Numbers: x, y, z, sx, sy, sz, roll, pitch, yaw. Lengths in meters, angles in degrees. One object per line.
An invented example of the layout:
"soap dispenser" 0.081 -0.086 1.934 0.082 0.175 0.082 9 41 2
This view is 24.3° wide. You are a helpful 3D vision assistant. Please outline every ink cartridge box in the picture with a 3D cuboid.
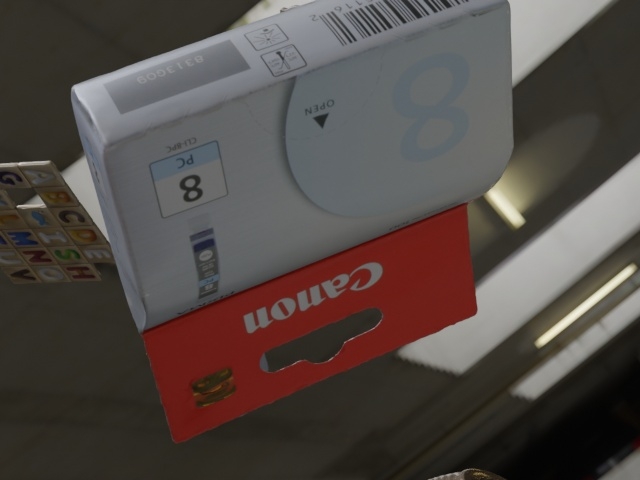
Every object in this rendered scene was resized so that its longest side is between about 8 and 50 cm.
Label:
"ink cartridge box" 0.000 0.000 1.155 0.308 0.091 0.385 -22 -47 -14

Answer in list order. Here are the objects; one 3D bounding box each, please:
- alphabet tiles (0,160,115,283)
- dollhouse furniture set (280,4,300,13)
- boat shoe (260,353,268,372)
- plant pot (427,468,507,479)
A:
"alphabet tiles" -0.348 -0.015 1.697 0.198 0.009 0.237 -3 -34 17
"dollhouse furniture set" -0.035 -0.175 1.722 0.182 0.161 0.101 -40 -36 -39
"boat shoe" -0.121 0.067 1.448 0.095 0.084 0.258 -39 -42 -35
"plant pot" 0.180 0.329 1.636 0.110 0.237 0.237 -60 -22 14
